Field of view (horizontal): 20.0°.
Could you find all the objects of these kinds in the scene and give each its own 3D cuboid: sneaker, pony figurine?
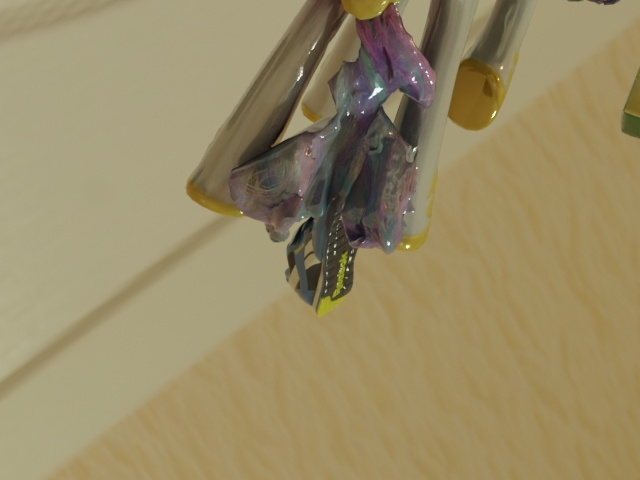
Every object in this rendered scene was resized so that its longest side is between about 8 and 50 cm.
[{"bbox_3d":[0.000,0.000,1.541,0.053,0.144,0.059,-28,-123,-38],"label":"sneaker"},{"bbox_3d":[0.060,-0.172,0.891,0.302,0.363,0.351,28,-155,10],"label":"pony figurine"}]

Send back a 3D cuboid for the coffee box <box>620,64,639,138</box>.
[{"bbox_3d":[0.260,-0.081,0.949,0.184,0.040,0.113,22,-98,12],"label":"coffee box"}]
